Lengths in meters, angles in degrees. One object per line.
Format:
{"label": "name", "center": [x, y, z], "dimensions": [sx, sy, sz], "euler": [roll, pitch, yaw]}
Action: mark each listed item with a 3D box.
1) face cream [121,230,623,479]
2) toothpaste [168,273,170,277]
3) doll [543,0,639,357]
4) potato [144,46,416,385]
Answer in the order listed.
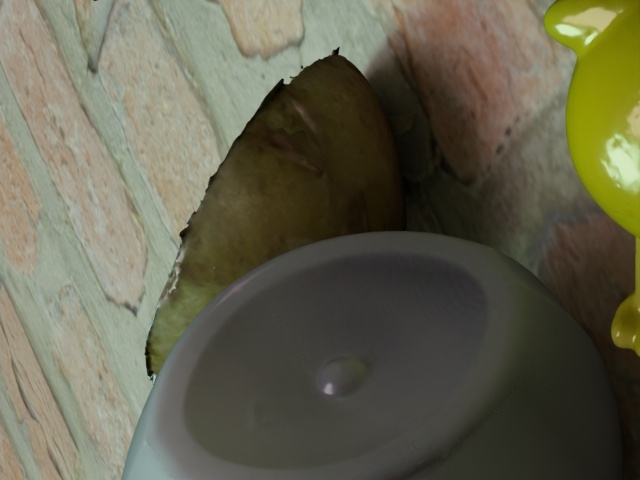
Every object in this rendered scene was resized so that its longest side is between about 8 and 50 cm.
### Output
{"label": "face cream", "center": [0.035, 0.171, 1.046], "dimensions": [0.219, 0.312, 0.357], "euler": [51, 163, 38]}
{"label": "toothpaste", "center": [-0.074, 0.063, 1.501], "dimensions": [0.178, 0.037, 0.043], "euler": [22, 124, 57]}
{"label": "doll", "center": [0.197, -0.099, 0.790], "dimensions": [0.199, 0.145, 0.363], "euler": [8, 126, 16]}
{"label": "potato", "center": [0.000, 0.000, 1.164], "dimensions": [0.116, 0.299, 0.239], "euler": [22, 103, 10]}
